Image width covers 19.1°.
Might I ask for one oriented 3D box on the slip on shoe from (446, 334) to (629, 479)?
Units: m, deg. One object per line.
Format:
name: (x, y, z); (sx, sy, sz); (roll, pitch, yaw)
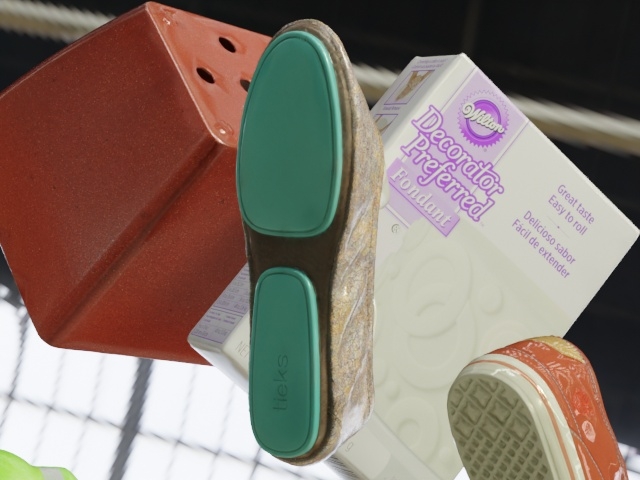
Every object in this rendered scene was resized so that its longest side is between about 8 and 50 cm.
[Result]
slip on shoe: (0.184, 0.217, 1.351); (0.123, 0.101, 0.331); (-1, -66, 45)

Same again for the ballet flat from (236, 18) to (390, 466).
ballet flat: (0.000, 0.000, 1.349); (0.108, 0.106, 0.316); (12, -77, 35)

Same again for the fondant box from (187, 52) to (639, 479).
fondant box: (0.083, 0.038, 1.628); (0.238, 0.330, 0.096); (43, -14, -18)

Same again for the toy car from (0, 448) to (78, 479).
toy car: (-0.113, 0.189, 1.001); (0.053, 0.239, 0.225); (-28, -61, 13)

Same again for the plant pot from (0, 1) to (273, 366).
plant pot: (-0.134, -0.065, 1.760); (0.267, 0.267, 0.236); (11, -48, -45)
